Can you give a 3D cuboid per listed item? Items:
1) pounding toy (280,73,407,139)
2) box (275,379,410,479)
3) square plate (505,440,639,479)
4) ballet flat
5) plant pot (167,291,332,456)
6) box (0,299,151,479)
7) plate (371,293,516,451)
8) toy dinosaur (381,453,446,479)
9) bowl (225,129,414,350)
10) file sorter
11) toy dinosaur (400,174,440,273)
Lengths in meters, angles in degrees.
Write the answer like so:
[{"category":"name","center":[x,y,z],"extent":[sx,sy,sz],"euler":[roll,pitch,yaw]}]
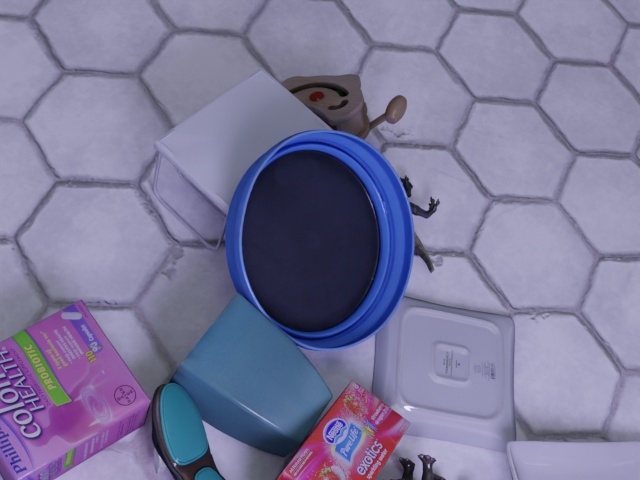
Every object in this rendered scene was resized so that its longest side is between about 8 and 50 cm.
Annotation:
[{"category":"pounding toy","center":[0.029,-0.225,2.064],"extent":[0.269,0.155,0.154],"euler":[2,43,21]},{"category":"box","center":[0.025,0.364,1.695],"extent":[0.128,0.123,0.257],"euler":[36,39,7]},{"category":"square plate","center":[0.486,0.515,1.792],"extent":[0.347,0.049,0.344],"euler":[5,59,-26]},{"category":"ballet flat","center":[-0.214,0.370,1.676],"extent":[0.095,0.096,0.280],"euler":[-11,69,-51]},{"category":"plant pot","center":[-0.112,0.244,1.750],"extent":[0.234,0.165,0.166],"euler":[38,58,1]},{"category":"box","center":[-0.435,0.253,1.677],"extent":[0.243,0.117,0.214],"euler":[-29,72,-27]},{"category":"plate","center":[0.235,0.232,1.917],"extent":[0.277,0.045,0.277],"euler":[12,58,-9]},{"category":"toy dinosaur","center":[0.176,0.460,1.743],"extent":[0.313,0.121,0.160],"euler":[40,60,-25]},{"category":"bowl","center":[0.000,0.000,1.857],"extent":[0.391,0.077,0.391],"euler":[2,87,-37]},{"category":"file sorter","center":[-0.151,-0.147,1.950],"extent":[0.193,0.173,0.277],"euler":[43,59,12]},{"category":"toy dinosaur","center":[0.161,-0.062,2.058],"extent":[0.118,0.064,0.268],"euler":[-39,79,-23]}]
